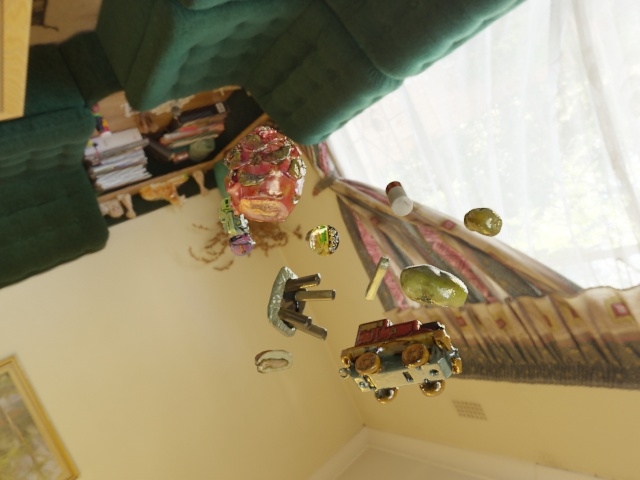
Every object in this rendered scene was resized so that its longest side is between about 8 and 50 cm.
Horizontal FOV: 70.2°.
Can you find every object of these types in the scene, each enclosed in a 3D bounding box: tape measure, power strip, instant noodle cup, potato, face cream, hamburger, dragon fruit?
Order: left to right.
[{"bbox_3d":[-0.381,0.015,2.211,0.125,0.074,0.118,-22,139,-8],"label":"tape measure"},{"bbox_3d":[-0.168,-0.210,1.427,0.250,0.291,0.269,-1,151,0],"label":"dragon fruit"},{"bbox_3d":[-0.210,0.487,1.876,0.176,0.087,0.102,-3,-175,-37],"label":"hamburger"},{"bbox_3d":[0.000,0.000,2.171,0.151,0.151,0.122,-27,-173,-19],"label":"instant noodle cup"},{"bbox_3d":[0.272,0.180,2.183,0.286,0.048,0.080,107,-2,-46],"label":"power strip"},{"bbox_3d":[0.361,-0.199,2.113,0.096,0.096,0.214,-25,-155,11],"label":"face cream"},{"bbox_3d":[0.409,0.173,1.666,0.248,0.143,0.169,17,-146,13],"label":"potato"},{"bbox_3d":[0.804,-0.094,2.275,0.157,0.157,0.194,-27,-163,-29],"label":"potato"}]

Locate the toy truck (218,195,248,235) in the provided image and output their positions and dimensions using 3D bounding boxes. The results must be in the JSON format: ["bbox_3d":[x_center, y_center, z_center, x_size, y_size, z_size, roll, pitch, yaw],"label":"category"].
[{"bbox_3d":[-0.411,-0.109,2.117,0.116,0.191,0.085,-17,158,7],"label":"toy truck"}]

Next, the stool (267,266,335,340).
[{"bbox_3d":[-0.088,0.315,2.257,0.226,0.310,0.310,2,155,23],"label":"stool"}]

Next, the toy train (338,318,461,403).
[{"bbox_3d":[0.224,0.340,1.359,0.369,0.163,0.231,-18,-149,24],"label":"toy train"}]
